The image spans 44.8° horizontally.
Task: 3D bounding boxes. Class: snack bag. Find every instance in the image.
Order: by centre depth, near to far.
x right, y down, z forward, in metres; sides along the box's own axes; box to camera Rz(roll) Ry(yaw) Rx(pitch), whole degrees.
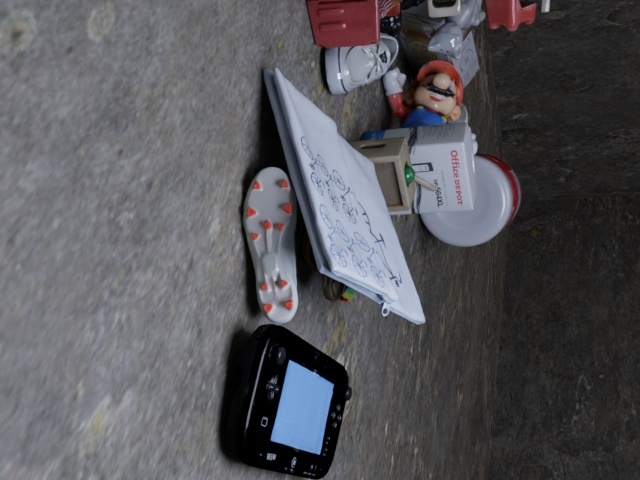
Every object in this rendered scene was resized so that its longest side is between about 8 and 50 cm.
[{"bbox_3d":[0.048,-0.047,1.102,0.342,0.037,0.323,34,34,-55],"label":"snack bag"}]

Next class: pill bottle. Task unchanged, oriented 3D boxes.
[{"bbox_3d":[0.406,-0.116,2.049,0.408,0.229,0.229,-18,105,-70],"label":"pill bottle"}]

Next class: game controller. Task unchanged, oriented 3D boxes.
[{"bbox_3d":[-0.032,0.220,1.017,0.319,0.067,0.166,45,46,-61],"label":"game controller"}]

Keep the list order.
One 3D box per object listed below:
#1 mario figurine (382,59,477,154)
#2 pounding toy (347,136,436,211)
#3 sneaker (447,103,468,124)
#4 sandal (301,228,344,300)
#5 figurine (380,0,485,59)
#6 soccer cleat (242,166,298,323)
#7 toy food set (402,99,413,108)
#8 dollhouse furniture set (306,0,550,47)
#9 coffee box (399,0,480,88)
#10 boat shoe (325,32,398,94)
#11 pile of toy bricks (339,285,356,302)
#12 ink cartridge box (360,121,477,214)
[{"bbox_3d":[0.220,-0.262,1.606,0.198,0.170,0.320,41,55,-30],"label":"mario figurine"},{"bbox_3d":[0.121,-0.115,1.376,0.100,0.141,0.130,-67,148,-51],"label":"pounding toy"},{"bbox_3d":[0.323,-0.296,1.883,0.084,0.058,0.152,61,4,-45],"label":"sneaker"},{"bbox_3d":[0.000,0.000,1.161,0.090,0.060,0.219,71,10,-52],"label":"sandal"},{"bbox_3d":[0.217,-0.459,1.579,0.092,0.215,0.209,102,13,-52],"label":"figurine"},{"bbox_3d":[-0.061,0.007,0.983,0.076,0.068,0.196,110,-23,-86],"label":"soccer cleat"},{"bbox_3d":[0.239,-0.285,1.851,0.232,0.105,0.111,43,31,-88],"label":"toy food set"},{"bbox_3d":[0.178,-0.420,1.245,0.201,0.374,0.152,-64,150,-56],"label":"dollhouse furniture set"},{"bbox_3d":[0.271,-0.467,1.808,0.098,0.141,0.246,-53,146,-14],"label":"coffee box"},{"bbox_3d":[0.078,-0.317,1.363,0.267,0.088,0.096,-45,129,-65],"label":"boat shoe"},{"bbox_3d":[0.065,0.056,1.294,0.105,0.118,0.212,-61,179,15],"label":"pile of toy bricks"},{"bbox_3d":[0.185,-0.132,1.465,0.086,0.203,0.148,-65,146,-53],"label":"ink cartridge box"}]
